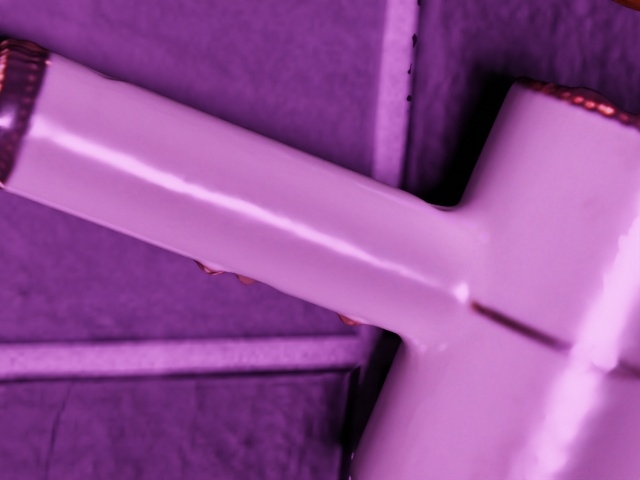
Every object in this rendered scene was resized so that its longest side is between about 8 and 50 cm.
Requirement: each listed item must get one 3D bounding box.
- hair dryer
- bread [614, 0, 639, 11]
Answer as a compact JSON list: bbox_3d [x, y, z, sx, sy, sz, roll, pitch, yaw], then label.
[{"bbox_3d":[0.000,0.000,0.747,0.362,0.128,0.203,20,97,-17],"label":"hair dryer"},{"bbox_3d":[0.179,-0.207,0.779,0.236,0.070,0.236,-5,104,-21],"label":"bread"}]
